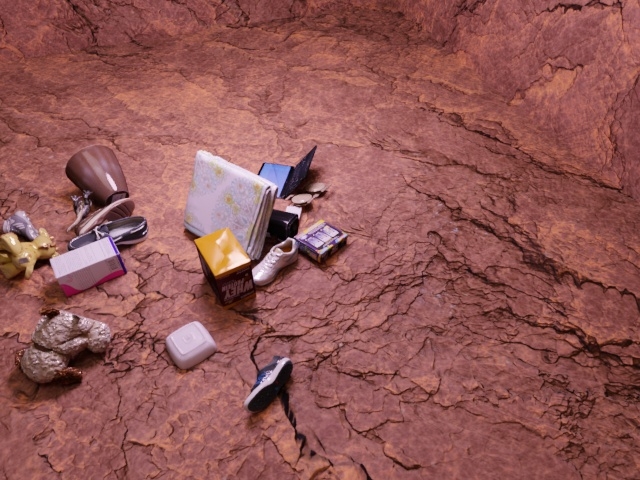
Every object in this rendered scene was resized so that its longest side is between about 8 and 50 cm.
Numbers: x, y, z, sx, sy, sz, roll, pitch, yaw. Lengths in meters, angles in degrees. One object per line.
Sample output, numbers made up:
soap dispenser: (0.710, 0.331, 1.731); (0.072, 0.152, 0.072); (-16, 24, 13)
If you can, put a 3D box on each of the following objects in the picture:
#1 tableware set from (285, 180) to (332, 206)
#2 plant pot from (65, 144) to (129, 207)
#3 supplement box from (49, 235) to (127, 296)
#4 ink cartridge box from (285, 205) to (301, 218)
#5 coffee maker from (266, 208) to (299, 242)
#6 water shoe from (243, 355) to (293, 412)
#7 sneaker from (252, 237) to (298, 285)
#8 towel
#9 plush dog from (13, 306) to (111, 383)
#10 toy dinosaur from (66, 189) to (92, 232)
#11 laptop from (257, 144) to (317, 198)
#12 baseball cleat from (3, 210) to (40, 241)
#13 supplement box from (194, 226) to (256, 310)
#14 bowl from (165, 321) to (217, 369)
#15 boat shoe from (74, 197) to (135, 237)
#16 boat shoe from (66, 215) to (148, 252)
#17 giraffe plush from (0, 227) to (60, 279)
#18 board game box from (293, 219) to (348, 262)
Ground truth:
tableware set: (-0.049, -0.193, 2.135); (0.128, 0.039, 0.194); (10, 36, 32)
plant pot: (-0.912, -0.247, 2.097); (0.215, 0.215, 0.230); (-33, 68, -27)
supplement box: (-0.842, 0.094, 1.813); (0.220, 0.111, 0.114); (-25, 51, -23)
ink cartridge box: (-0.116, -0.092, 2.050); (0.063, 0.029, 0.115); (6, 47, 5)
coffee maker: (-0.184, -0.073, 1.926); (0.178, 0.171, 0.120); (13, 59, 20)
water shoe: (-0.168, 0.440, 1.527); (0.080, 0.072, 0.203); (8, 40, 45)
sneaker: (-0.176, 0.076, 1.846); (0.087, 0.092, 0.229); (32, 55, 25)
towel: (-0.351, -0.130, 1.895); (0.375, 0.320, 0.090); (26, 21, 21)
plush dog: (-0.832, 0.332, 1.555); (0.263, 0.210, 0.225); (13, 74, 14)
toy dinosaur: (-0.955, -0.132, 1.982); (0.064, 0.118, 0.268); (9, 21, -13)
laptop: (-0.163, -0.310, 2.184); (0.137, 0.264, 0.234); (34, 45, -19)
baseball cleat: (-1.189, -0.036, 1.979); (0.109, 0.072, 0.206); (-38, 51, -14)
supplement box: (-0.332, 0.099, 1.751); (0.129, 0.194, 0.191); (-24, 51, -20)
bowl: (-0.428, 0.333, 1.626); (0.142, 0.053, 0.142); (-30, 52, -24)
boat shoe: (-0.878, -0.098, 2.012); (0.095, 0.095, 0.257); (24, 51, 29)
boat shoe: (-0.814, -0.025, 1.907); (0.303, 0.091, 0.114); (-23, 57, -33)
giraffe plush: (-1.077, 0.037, 1.850); (0.211, 0.181, 0.170); (9, 24, 23)
board game box: (0.000, 0.000, 1.934); (0.141, 0.048, 0.170); (31, 44, 27)
